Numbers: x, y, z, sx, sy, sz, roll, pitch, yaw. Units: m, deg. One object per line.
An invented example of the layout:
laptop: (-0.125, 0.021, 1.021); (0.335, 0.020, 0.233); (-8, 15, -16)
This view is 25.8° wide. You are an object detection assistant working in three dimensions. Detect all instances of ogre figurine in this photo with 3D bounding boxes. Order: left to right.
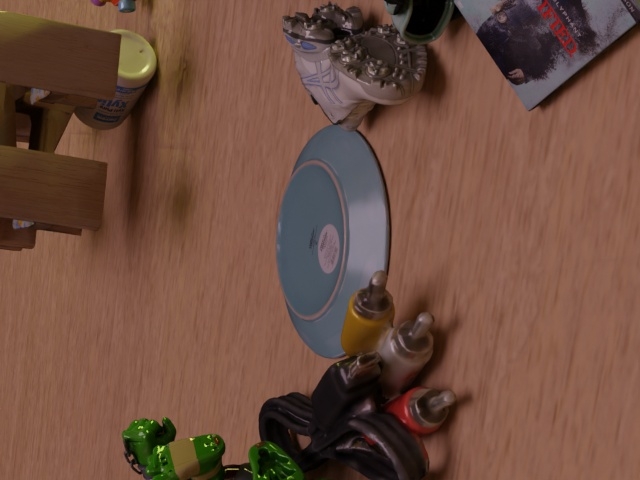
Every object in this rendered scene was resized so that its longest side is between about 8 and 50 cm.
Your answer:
ogre figurine: (-0.059, 0.208, 1.095); (0.097, 0.197, 0.118); (-76, -21, -47)

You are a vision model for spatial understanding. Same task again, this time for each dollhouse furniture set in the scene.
dollhouse furniture set: (-0.382, -0.196, 1.475); (0.362, 0.256, 0.394); (173, 104, -66)

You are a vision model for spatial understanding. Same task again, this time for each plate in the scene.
plate: (0.000, 0.000, 1.113); (0.188, 0.024, 0.188); (-12, 76, 63)

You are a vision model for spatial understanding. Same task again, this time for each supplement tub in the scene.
supplement tub: (-0.227, -0.175, 1.527); (0.107, 0.071, 0.071); (-47, 47, 53)

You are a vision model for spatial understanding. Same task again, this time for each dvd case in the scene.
dvd case: (0.134, -0.139, 0.825); (0.087, 0.013, 0.119); (57, 145, 5)

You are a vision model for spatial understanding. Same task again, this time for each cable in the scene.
cable: (0.028, 0.136, 1.045); (0.139, 0.072, 0.287); (63, 158, 16)

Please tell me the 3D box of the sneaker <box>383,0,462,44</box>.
sneaker: (0.036, -0.211, 0.980); (0.256, 0.094, 0.151); (-174, 84, -65)

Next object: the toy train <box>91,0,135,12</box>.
toy train: (-0.220, -0.324, 1.556); (0.125, 0.046, 0.166); (-23, 71, 60)

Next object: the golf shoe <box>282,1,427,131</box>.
golf shoe: (0.032, -0.118, 1.037); (0.176, 0.069, 0.086); (-135, 32, -59)
